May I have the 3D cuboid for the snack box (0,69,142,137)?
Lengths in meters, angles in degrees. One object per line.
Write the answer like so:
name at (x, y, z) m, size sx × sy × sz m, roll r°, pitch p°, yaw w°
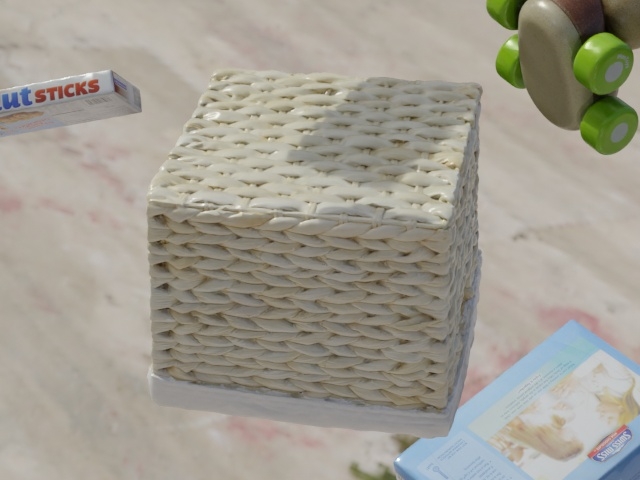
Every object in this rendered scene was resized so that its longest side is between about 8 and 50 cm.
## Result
snack box at (-0.229, -0.097, 1.199) m, size 0.178 × 0.022 × 0.064 m, roll -9°, pitch -9°, yaw 12°

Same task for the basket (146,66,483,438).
basket at (0.000, 0.000, 1.697) m, size 0.331 × 0.266 × 0.328 m, roll 4°, pitch 33°, yaw 10°

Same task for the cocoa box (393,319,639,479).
cocoa box at (0.307, 0.324, 2.155) m, size 0.347 × 0.228 × 0.231 m, roll -35°, pitch 48°, yaw -21°

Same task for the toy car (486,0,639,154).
toy car at (0.278, -0.200, 1.484) m, size 0.188 × 0.149 × 0.155 m, roll -33°, pitch 49°, yaw -14°
